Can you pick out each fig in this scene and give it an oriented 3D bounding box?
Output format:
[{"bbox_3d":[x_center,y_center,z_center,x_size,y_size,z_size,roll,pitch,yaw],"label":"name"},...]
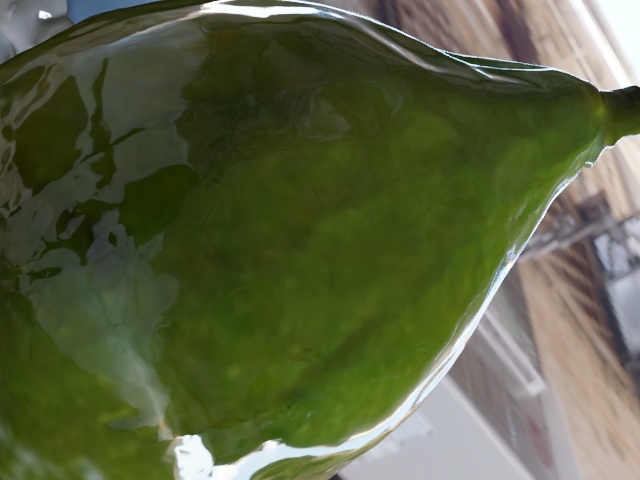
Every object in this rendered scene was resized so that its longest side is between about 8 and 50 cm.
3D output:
[{"bbox_3d":[-0.029,0.000,0.721,0.233,0.233,0.314,10,-153,40],"label":"fig"}]

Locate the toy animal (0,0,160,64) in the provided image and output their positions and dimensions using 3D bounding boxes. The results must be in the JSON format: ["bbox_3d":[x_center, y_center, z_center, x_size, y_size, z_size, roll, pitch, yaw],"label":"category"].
[{"bbox_3d":[-0.155,-0.117,0.898,0.156,0.208,0.204,20,-138,22],"label":"toy animal"}]
